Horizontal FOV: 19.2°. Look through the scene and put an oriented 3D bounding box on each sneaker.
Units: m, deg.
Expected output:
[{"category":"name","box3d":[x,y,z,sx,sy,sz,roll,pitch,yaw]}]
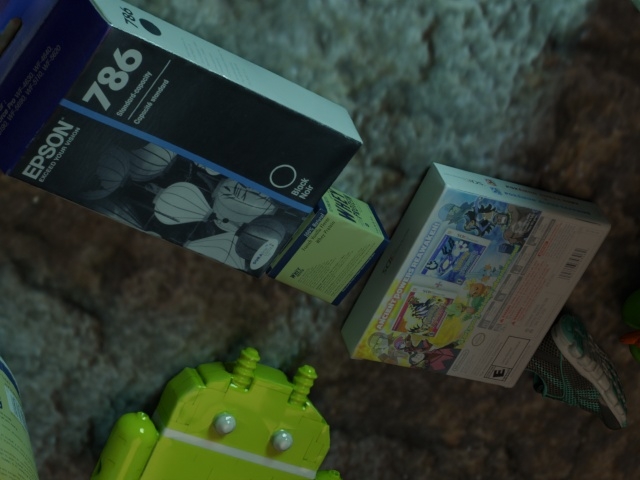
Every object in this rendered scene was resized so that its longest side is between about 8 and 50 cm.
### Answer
[{"category":"sneaker","box3d":[0.252,0.138,1.890,0.076,0.065,0.166,-23,129,20]}]

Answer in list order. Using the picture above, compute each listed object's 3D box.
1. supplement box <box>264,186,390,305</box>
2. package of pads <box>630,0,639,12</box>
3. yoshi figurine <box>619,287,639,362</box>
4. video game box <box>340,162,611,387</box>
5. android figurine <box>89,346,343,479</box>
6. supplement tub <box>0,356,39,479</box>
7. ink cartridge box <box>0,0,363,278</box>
[{"category":"supplement box","box3d":[0.000,0.000,1.684,0.083,0.056,0.083,24,115,-33]},{"category":"package of pads","box3d":[0.401,-0.121,1.575,0.101,0.296,0.229,-45,128,14]},{"category":"yoshi figurine","box3d":[0.446,0.062,1.755,0.203,0.362,0.203,27,73,-30]},{"category":"video game box","box3d":[0.144,0.037,1.771,0.187,0.048,0.205,12,121,-29]},{"category":"android figurine","box3d":[-0.094,0.227,1.794,0.248,0.056,0.273,21,104,-25]},{"category":"supplement tub","box3d":[-0.343,0.238,1.576,0.228,0.316,0.228,-10,129,-12]},{"category":"ink cartridge box","box3d":[-0.142,-0.094,1.559,0.333,0.065,0.165,23,117,-31]}]
